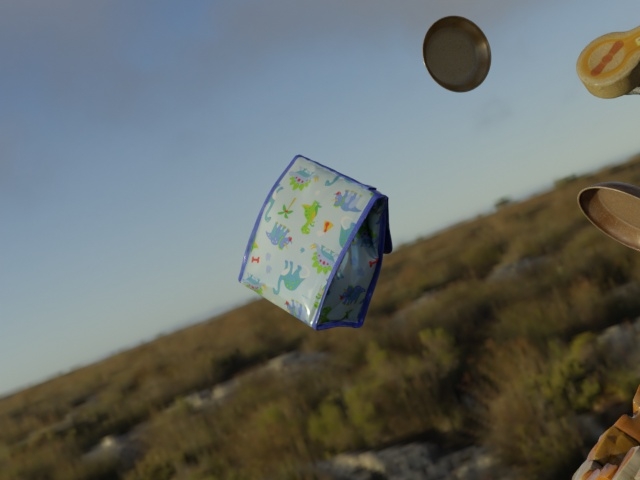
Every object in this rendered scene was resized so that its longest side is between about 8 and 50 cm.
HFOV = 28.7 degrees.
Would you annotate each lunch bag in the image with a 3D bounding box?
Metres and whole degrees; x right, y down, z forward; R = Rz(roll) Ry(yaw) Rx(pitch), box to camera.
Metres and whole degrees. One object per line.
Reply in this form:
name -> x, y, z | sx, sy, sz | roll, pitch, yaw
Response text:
lunch bag -> 0.000, 0.000, 1.303 | 0.129, 0.151, 0.096 | 27, 19, 37

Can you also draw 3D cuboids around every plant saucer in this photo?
plant saucer -> 0.533, -0.044, 2.120 | 0.036, 0.199, 0.198 | -58, 9, -16
plant saucer -> 0.143, -0.198, 1.338 | 0.083, 0.083, 0.015 | -20, 3, -22

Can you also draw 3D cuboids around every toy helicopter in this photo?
toy helicopter -> 0.462, -0.285, 1.475 | 0.355, 0.235, 0.140 | -27, -42, 16

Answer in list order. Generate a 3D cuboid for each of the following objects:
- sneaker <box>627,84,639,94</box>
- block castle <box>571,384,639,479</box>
sneaker -> 0.613, -0.289, 2.231 | 0.269, 0.101, 0.153 | -8, 33, -6
block castle -> 0.500, 0.226, 1.430 | 0.303, 0.213, 0.453 | -53, -2, -18
